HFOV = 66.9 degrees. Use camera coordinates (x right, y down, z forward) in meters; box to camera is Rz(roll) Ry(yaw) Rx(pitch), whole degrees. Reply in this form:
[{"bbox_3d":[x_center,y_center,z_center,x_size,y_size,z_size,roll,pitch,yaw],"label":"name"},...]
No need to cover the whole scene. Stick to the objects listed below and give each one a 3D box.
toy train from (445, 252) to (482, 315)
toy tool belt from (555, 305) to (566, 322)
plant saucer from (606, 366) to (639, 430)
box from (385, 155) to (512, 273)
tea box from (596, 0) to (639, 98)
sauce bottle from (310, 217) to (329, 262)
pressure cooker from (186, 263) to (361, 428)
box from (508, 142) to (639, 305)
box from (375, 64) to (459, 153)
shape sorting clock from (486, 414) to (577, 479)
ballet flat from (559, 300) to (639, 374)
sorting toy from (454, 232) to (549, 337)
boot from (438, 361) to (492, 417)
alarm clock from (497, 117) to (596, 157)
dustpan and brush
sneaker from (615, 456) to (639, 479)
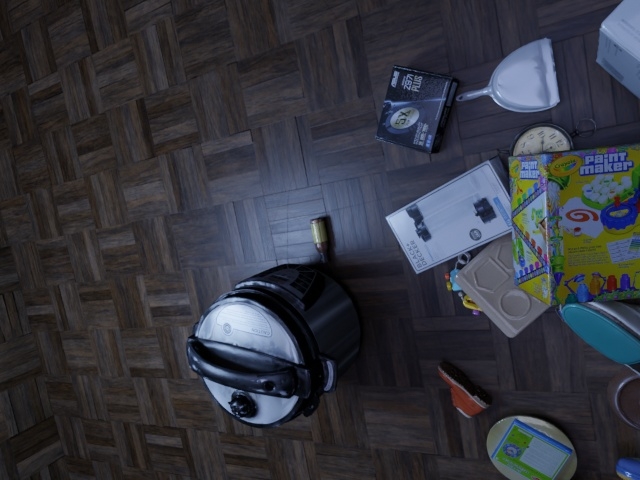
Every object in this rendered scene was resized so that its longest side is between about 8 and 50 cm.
[{"bbox_3d":[0.391,0.111,1.192,0.166,0.046,0.125,42,97,22],"label":"toy train"},{"bbox_3d":[0.573,0.173,1.098,0.052,0.051,0.083,-44,79,28],"label":"toy tool belt"},{"bbox_3d":[0.729,0.354,1.066,0.168,0.029,0.168,6,102,27],"label":"plant saucer"},{"bbox_3d":[0.320,-0.054,1.147,0.290,0.087,0.169,-29,89,37],"label":"box"},{"bbox_3d":[0.658,-0.380,0.778,0.220,0.329,0.323,48,117,12],"label":"tea box"},{"bbox_3d":[0.000,0.000,1.377,0.042,0.042,0.128,-6,97,29],"label":"sauce bottle"},{"bbox_3d":[-0.117,0.280,1.282,0.370,0.420,0.375,-41,79,29],"label":"pressure cooker"},{"bbox_3d":[0.544,-0.041,0.934,0.290,0.177,0.279,-5,98,2],"label":"box"},{"bbox_3d":[0.231,-0.314,1.167,0.147,0.077,0.180,22,110,24],"label":"box"},{"bbox_3d":[0.522,0.526,1.205,0.206,0.040,0.206,6,105,24],"label":"shape sorting clock"},{"bbox_3d":[0.693,0.222,1.008,0.400,0.139,0.139,39,116,13],"label":"ballet flat"},{"bbox_3d":[0.451,0.090,1.129,0.208,0.038,0.193,-46,68,14],"label":"sorting toy"},{"bbox_3d":[0.355,0.392,1.260,0.158,0.059,0.085,43,122,13],"label":"boot"},{"bbox_3d":[0.500,-0.201,1.053,0.192,0.064,0.129,-31,85,33],"label":"alarm clock"},{"bbox_3d":[0.408,-0.347,1.085,0.211,0.060,0.147,-9,95,23],"label":"dustpan and brush"},{"bbox_3d":[0.796,0.471,1.027,0.296,0.112,0.131,-5,80,28],"label":"sneaker"}]
